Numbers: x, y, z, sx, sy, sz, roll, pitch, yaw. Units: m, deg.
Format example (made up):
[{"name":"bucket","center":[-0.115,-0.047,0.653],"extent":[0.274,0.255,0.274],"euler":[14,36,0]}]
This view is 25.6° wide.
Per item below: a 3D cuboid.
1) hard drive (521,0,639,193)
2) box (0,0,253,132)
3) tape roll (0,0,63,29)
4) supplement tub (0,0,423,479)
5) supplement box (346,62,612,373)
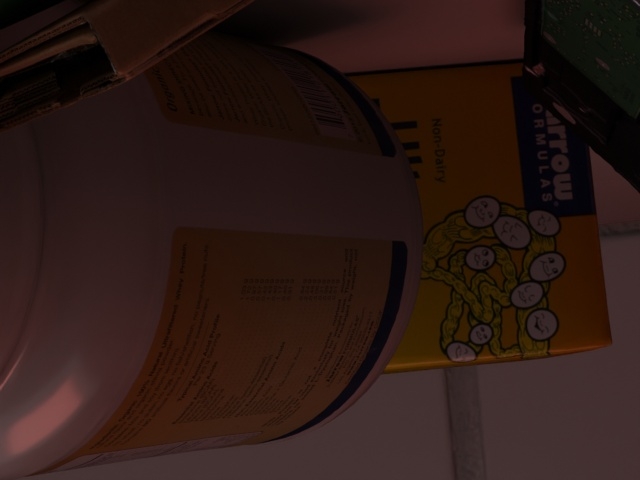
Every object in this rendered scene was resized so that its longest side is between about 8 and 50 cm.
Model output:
[{"name":"hard drive","center":[0.196,-0.046,0.634],"extent":[0.064,0.237,0.339],"euler":[-47,170,2]},{"name":"box","center":[-0.021,-0.090,0.429],"extent":[0.201,0.021,0.164],"euler":[-38,-165,-28]},{"name":"tape roll","center":[-0.130,-0.082,0.230],"extent":[0.321,0.077,0.321],"euler":[-21,180,0]},{"name":"supplement tub","center":[-0.116,-0.003,0.691],"extent":[0.228,0.228,0.316],"euler":[-9,173,34]},{"name":"supplement box","center":[0.000,0.000,0.985],"extent":[0.356,0.194,0.195],"euler":[-5,174,-2]}]
